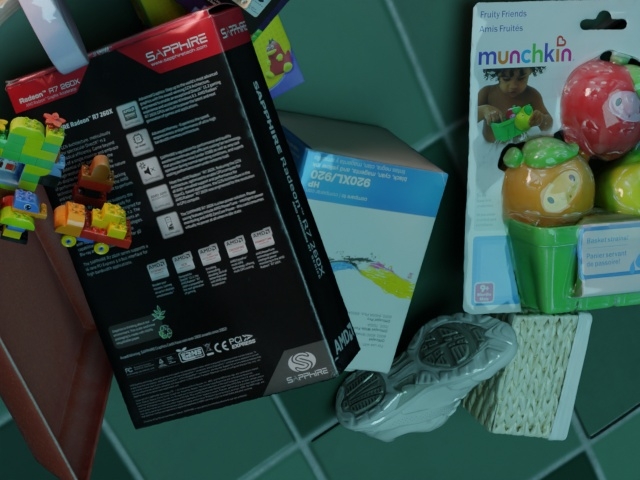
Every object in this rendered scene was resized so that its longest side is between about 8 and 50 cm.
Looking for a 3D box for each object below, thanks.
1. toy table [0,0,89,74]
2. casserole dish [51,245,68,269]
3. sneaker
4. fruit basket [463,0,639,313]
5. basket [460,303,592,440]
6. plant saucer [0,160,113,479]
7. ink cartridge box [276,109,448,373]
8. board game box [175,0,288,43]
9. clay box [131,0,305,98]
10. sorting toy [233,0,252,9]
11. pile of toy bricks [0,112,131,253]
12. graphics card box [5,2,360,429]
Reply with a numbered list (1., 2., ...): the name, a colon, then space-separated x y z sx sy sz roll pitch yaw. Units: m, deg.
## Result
1. toy table: -0.332 -0.242 1.429 0.161 0.274 0.252 -27 152 -1
2. casserole dish: -0.328 0.005 1.629 0.114 0.037 0.188 40 90 -31
3. sneaker: 0.136 0.163 1.860 0.232 0.090 0.115 -28 140 21
4. fruit basket: 0.317 -0.095 1.812 0.327 0.165 0.353 -4 108 -23
5. basket: 0.239 0.143 1.898 0.103 0.113 0.167 1 108 -23
6. plant saucer: -0.274 0.070 1.535 0.047 0.258 0.259 -12 124 11
7. ink cartridge box: 0.000 0.000 1.697 0.168 0.171 0.233 8 107 -25
8. board game box: -0.095 -0.287 1.537 0.170 0.048 0.141 35 104 -29
9. clay box: -0.115 -0.232 1.621 0.127 0.053 0.222 -30 120 -11
10. sorting toy: -0.091 -0.271 1.496 0.083 0.045 0.075 25 103 -26
11. pile of toy bricks: -0.263 -0.070 1.429 0.212 0.118 0.105 13 126 -21
12. graphics card box: -0.131 -0.020 1.555 0.233 0.094 0.371 -17 98 19
